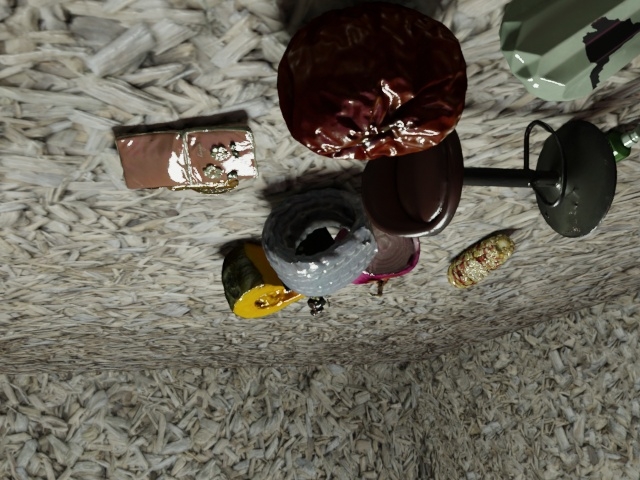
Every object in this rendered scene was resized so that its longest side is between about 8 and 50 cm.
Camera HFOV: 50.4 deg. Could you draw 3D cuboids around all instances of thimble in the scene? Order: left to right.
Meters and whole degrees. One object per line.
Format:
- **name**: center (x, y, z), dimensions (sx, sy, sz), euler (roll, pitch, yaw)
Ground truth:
- **thimble**: center (0.000, 0.000, 1.435), dimensions (0.236, 0.205, 0.172), euler (-8, 155, 6)

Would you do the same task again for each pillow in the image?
- **pillow**: center (-0.224, -0.141, 1.149), dimensions (0.233, 0.043, 0.126), euler (-6, 136, -2)

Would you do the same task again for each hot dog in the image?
- **hot dog**: center (-0.212, -0.118, 1.238), dimensions (0.140, 0.060, 0.090), euler (8, 150, -29)

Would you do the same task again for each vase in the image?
- **vase**: center (0.397, -0.313, 0.816), dimensions (0.165, 0.165, 0.360), euler (11, 149, -43)

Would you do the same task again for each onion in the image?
- **onion**: center (0.127, 0.027, 1.637), dimensions (0.207, 0.200, 0.200), euler (-37, 166, -14)

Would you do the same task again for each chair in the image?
- **chair**: center (0.294, -0.112, 1.222), dimensions (0.401, 0.226, 0.226), euler (-1, 159, -18)

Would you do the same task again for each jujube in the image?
- **jujube**: center (0.064, -0.210, 0.900), dimensions (0.232, 0.213, 0.213), euler (-8, 161, -15)

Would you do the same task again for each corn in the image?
- **corn**: center (0.460, 0.062, 1.964), dimensions (0.098, 0.098, 0.290), euler (-1, 160, -19)

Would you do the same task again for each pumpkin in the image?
- **pumpkin**: center (-0.109, 0.081, 1.704), dimensions (0.281, 0.139, 0.190), euler (-22, 148, -2)

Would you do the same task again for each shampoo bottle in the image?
- **shampoo bottle**: center (0.575, -0.176, 1.396), dimensions (0.065, 0.065, 0.204), euler (4, 157, -31)

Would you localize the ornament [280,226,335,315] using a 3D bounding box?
- **ornament**: center (-0.010, 0.097, 1.618), dimensions (0.153, 0.166, 0.196), euler (-25, 132, -3)
